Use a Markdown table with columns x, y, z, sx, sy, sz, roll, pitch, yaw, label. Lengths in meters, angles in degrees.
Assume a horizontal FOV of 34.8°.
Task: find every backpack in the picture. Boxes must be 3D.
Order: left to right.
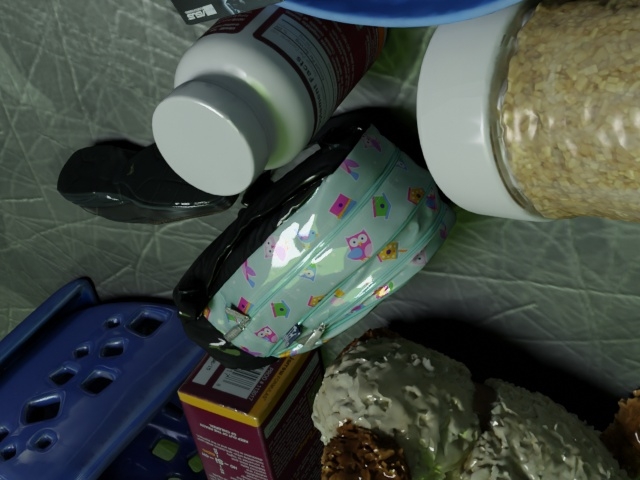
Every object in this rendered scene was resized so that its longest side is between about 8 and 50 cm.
| x | y | z | sx | sy | sz | roll | pitch | yaw | label |
| --- | --- | --- | --- | --- | --- | --- | --- | --- | --- |
| 0.000 | 0.000 | 0.689 | 0.115 | 0.152 | 0.182 | 39 | 129 | -13 | backpack |

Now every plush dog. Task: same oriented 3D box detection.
| x | y | z | sx | sy | sz | roll | pitch | yaw | label |
| --- | --- | --- | --- | --- | --- | --- | --- | --- | --- |
| 0.098 | 0.154 | 0.726 | 0.225 | 0.262 | 0.210 | 29 | 108 | -6 | plush dog |

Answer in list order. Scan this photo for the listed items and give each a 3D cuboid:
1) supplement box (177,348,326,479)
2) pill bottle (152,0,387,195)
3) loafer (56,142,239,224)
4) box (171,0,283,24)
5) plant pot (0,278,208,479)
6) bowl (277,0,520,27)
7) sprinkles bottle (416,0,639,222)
| x | y | z | sx | sy | sz | roll | pitch | yaw | label |
| --- | --- | --- | --- | --- | --- | --- | --- | --- | --- |
| -0.049 | 0.168 | 0.907 | 0.081 | 0.104 | 0.188 | 15 | 136 | 25 | supplement box |
| -0.029 | -0.096 | 0.588 | 0.086 | 0.152 | 0.086 | 20 | 138 | 19 | pill bottle |
| -0.126 | -0.040 | 0.801 | 0.170 | 0.062 | 0.061 | 8 | 156 | 35 | loafer |
| -0.058 | -0.152 | 0.538 | 0.083 | 0.018 | 0.067 | 0 | 133 | 45 | box |
| -0.211 | 0.189 | 0.954 | 0.212 | 0.236 | 0.236 | 20 | 139 | 28 | plant pot |
| -0.011 | -0.273 | 0.424 | 0.391 | 0.077 | 0.391 | 26 | 148 | 18 | bowl |
| 0.209 | -0.057 | 0.429 | 0.355 | 0.121 | 0.121 | 8 | 134 | 46 | sprinkles bottle |
